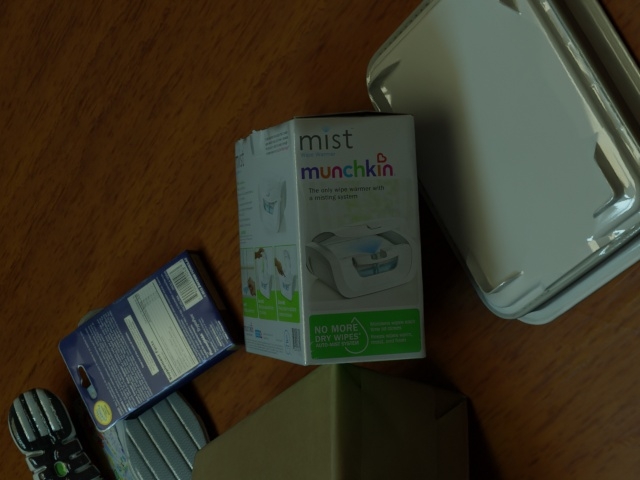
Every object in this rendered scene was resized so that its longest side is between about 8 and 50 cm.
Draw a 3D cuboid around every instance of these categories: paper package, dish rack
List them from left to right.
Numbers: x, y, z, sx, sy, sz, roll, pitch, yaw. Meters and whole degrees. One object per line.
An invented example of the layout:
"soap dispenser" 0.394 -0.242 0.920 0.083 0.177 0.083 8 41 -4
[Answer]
"paper package" 0.000 0.323 1.571 0.325 0.168 0.309 -39 41 47
"dish rack" 0.173 -0.102 1.407 0.285 0.072 0.332 -43 70 45

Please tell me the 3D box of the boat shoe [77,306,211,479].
"boat shoe" -0.218 0.222 1.946 0.302 0.109 0.094 62 171 15

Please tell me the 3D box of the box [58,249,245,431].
"box" -0.213 0.127 1.871 0.225 0.036 0.136 -34 74 20

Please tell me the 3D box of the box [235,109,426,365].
"box" 0.000 0.000 1.491 0.262 0.127 0.231 172 96 -75

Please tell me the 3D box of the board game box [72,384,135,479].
"board game box" -0.279 0.268 2.066 0.103 0.026 0.154 -43 69 46

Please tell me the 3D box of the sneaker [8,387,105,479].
"sneaker" -0.349 0.333 2.113 0.162 0.106 0.281 180 72 -83
